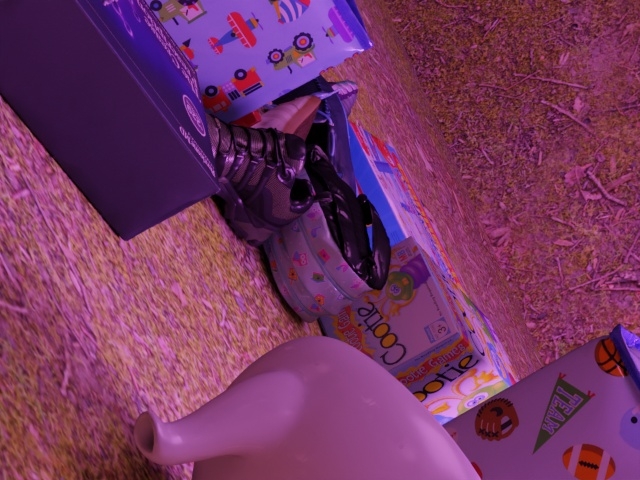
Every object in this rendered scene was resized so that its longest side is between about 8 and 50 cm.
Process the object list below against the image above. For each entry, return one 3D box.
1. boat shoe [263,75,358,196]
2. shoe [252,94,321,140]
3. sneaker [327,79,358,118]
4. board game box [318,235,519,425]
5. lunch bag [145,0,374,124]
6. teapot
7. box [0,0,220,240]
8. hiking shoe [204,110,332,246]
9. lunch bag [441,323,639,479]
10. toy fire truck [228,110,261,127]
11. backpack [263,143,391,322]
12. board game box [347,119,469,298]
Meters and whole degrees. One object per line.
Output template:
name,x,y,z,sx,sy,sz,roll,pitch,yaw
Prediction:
boat shoe,-0.009,-0.141,2.304,0.089,0.109,0.258,40,22,-55
shoe,-0.049,-0.140,2.161,0.058,0.076,0.219,27,20,5
sneaker,0.007,-0.182,2.626,0.224,0.083,0.098,-23,106,-75
board game box,0.122,0.133,2.109,0.275,0.142,0.144,43,19,-57
lunch bag,-0.116,-0.270,1.786,0.293,0.221,0.138,52,15,-46
teapot,-0.005,0.208,1.255,0.256,0.187,0.252,47,-19,9
box,-0.196,-0.157,1.461,0.261,0.103,0.184,54,16,-38
hiking shoe,-0.077,-0.092,1.820,0.227,0.114,0.086,50,15,-48
lunch bag,0.286,0.332,1.886,0.385,0.328,0.239,62,13,13
toy fire truck,-0.117,-0.162,1.991,0.192,0.047,0.135,62,11,1
backpack,0.000,0.000,1.962,0.152,0.115,0.182,37,26,-42
board game box,0.102,0.000,2.524,0.308,0.086,0.302,64,11,10
